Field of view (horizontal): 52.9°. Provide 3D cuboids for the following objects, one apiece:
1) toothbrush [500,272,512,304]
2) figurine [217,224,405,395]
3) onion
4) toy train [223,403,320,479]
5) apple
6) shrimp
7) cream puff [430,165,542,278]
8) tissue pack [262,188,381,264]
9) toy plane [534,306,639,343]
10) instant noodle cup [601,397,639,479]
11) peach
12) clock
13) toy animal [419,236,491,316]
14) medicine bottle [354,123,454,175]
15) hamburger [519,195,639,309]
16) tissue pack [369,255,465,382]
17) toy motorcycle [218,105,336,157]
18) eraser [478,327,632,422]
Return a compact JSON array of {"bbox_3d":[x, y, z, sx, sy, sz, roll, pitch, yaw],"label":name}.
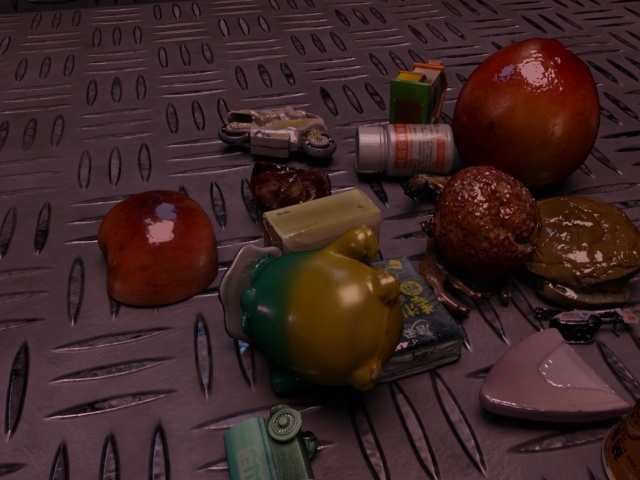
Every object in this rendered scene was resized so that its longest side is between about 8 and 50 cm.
[{"bbox_3d":[0.413,0.039,1.445,0.031,0.030,0.297,0,37,14],"label":"toothbrush"},{"bbox_3d":[-0.012,0.124,1.127,0.340,0.323,0.232,9,-2,45],"label":"figurine"},{"bbox_3d":[-0.076,-0.115,1.569,0.195,0.139,0.218,1,3,-9],"label":"onion"},{"bbox_3d":[-0.071,0.368,0.984,0.159,0.101,0.248,-21,40,-1],"label":"toy train"},{"bbox_3d":[-0.364,-0.012,1.402,0.252,0.163,0.293,-18,40,-23],"label":"apple"},{"bbox_3d":[0.294,-0.092,1.545,0.233,0.071,0.365,27,33,27],"label":"shrimp"},{"bbox_3d":[0.353,-0.040,1.333,0.240,0.239,0.164,-26,1,-29],"label":"cream puff"},{"bbox_3d":[0.000,0.000,1.388,0.234,0.159,0.125,-17,41,-20],"label":"tissue pack"},{"bbox_3d":[0.534,0.160,1.277,0.197,0.053,0.078,-3,29,2],"label":"toy plane"},{"bbox_3d":[0.566,0.310,0.985,0.216,0.172,0.215,1,38,-1],"label":"instant noodle cup"},{"bbox_3d":[0.522,-0.325,1.638,0.389,0.388,0.388,0,38,0],"label":"peach"},{"bbox_3d":[0.286,-0.401,1.855,0.106,0.219,0.255,13,39,18],"label":"clock"},{"bbox_3d":[0.265,0.065,1.397,0.149,0.054,0.275,-9,38,-16],"label":"toy animal"},{"bbox_3d":[0.220,-0.240,1.714,0.252,0.144,0.144,-1,38,1],"label":"medicine bottle"},{"bbox_3d":[0.564,0.012,1.399,0.266,0.134,0.284,-6,36,-11],"label":"hamburger"},{"bbox_3d":[0.140,0.144,1.268,0.186,0.081,0.257,-13,40,-15],"label":"tissue pack"},{"bbox_3d":[-0.112,-0.315,1.833,0.341,0.107,0.222,8,39,8],"label":"toy motorcycle"},{"bbox_3d":[0.385,0.258,1.141,0.244,0.059,0.204,-11,40,-19],"label":"eraser"}]
